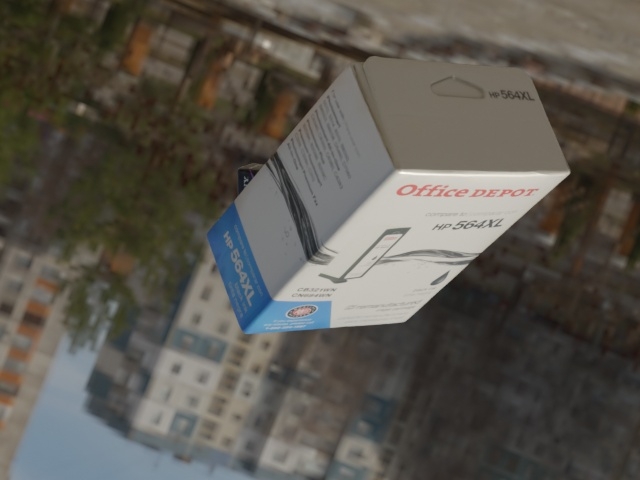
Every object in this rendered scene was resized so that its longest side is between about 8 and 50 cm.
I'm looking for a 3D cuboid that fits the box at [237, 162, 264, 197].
[{"bbox_3d":[0.000,0.000,1.376,0.162,0.116,0.029,9,-164,31],"label":"box"}]

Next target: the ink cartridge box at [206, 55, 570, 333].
[{"bbox_3d":[0.041,-0.025,1.046,0.148,0.086,0.203,-2,150,-35],"label":"ink cartridge box"}]
